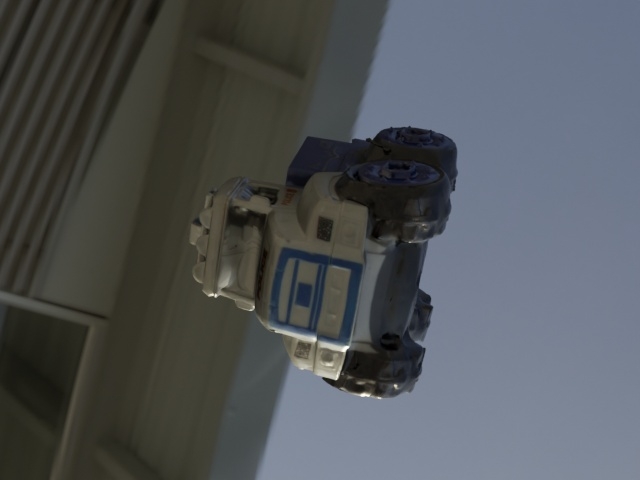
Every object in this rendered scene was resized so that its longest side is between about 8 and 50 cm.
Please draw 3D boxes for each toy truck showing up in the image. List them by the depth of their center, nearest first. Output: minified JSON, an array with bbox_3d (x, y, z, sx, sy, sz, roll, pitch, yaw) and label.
[{"bbox_3d":[0.000,0.000,0.941,0.176,0.213,0.161,12,-70,5],"label":"toy truck"}]
